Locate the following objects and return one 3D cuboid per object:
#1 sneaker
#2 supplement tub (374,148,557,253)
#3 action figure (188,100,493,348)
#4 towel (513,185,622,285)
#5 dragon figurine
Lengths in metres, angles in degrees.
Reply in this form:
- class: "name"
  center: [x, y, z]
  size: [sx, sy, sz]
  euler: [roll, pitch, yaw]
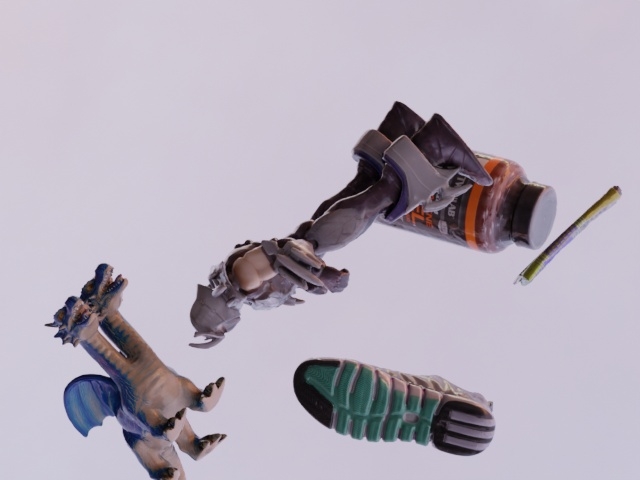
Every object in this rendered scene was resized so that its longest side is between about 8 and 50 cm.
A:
- class: "sneaker"
  center: [0.080, 0.174, 1.939]
  size: [0.098, 0.224, 0.083]
  euler: [-61, 168, -74]
- class: "supplement tub"
  center: [0.149, -0.047, 1.898]
  size: [0.198, 0.106, 0.106]
  euler: [15, -119, 27]
- class: "action figure"
  center: [0.000, 0.000, 1.511]
  size: [0.285, 0.099, 0.185]
  euler: [-39, -171, -8]
- class: "towel"
  center: [0.154, -0.002, 1.106]
  size: [0.083, 0.009, 0.060]
  euler: [-43, 174, -4]
- class: "dragon figurine"
  center: [-0.161, 0.139, 1.534]
  size: [0.144, 0.289, 0.085]
  euler: [35, -122, 22]
